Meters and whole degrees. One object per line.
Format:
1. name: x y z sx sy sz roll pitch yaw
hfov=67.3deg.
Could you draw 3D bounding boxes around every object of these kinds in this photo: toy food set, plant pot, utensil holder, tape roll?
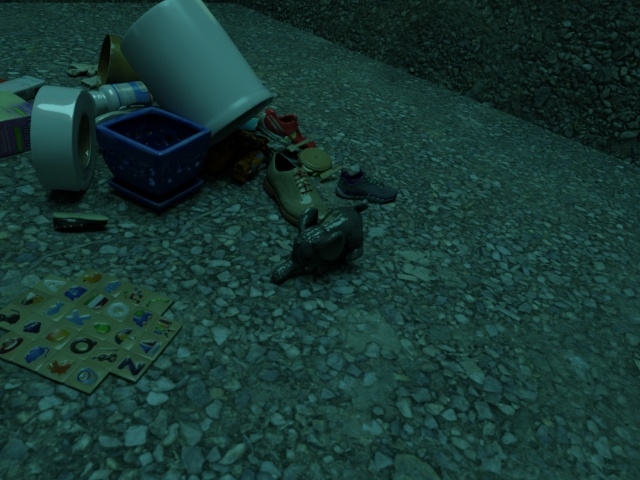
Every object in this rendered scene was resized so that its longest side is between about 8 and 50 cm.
1. toy food set: -0.022 -0.290 1.762 0.192 0.039 0.132 44 51 18
2. plant pot: -0.481 -0.235 1.409 0.235 0.212 0.236 23 36 16
3. plant pot: -0.765 -0.694 1.988 0.254 0.237 0.237 5 32 -37
4. utensil holder: -0.395 -0.524 1.544 0.386 0.327 0.328 53 36 -11
5. tape roll: -0.710 -0.282 1.346 0.100 0.286 0.286 3 36 -14

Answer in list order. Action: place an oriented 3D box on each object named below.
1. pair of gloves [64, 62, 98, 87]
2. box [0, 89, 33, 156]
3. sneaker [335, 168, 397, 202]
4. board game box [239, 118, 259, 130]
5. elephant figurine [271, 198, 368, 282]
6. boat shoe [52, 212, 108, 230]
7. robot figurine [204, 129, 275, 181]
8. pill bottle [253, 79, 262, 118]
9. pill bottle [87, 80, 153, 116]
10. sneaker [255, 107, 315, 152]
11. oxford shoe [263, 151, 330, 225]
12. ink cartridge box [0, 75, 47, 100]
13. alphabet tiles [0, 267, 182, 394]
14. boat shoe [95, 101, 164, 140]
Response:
1. pair of gloves: -0.983 -0.736 2.110 0.240 0.042 0.204 33 40 28
2. box: -1.029 -0.359 1.498 0.213 0.117 0.243 30 39 24
3. sneaker: 0.167 -0.191 1.648 0.223 0.098 0.083 2 36 -15
4. board game box: -0.350 -0.435 1.817 0.210 0.047 0.160 -2 7 -21
5. elephant figurine: 0.000 0.000 1.248 0.169 0.186 0.239 -5 3 43
6. boat shoe: -0.624 -0.048 1.254 0.132 0.042 0.049 0 16 -17
7. robot figurine: -0.273 -0.304 1.682 0.210 0.085 0.291 18 35 7
8. pill bottle: -0.418 -0.577 1.829 0.362 0.210 0.210 7 33 -26
9. pill bottle: -0.760 -0.528 1.815 0.124 0.124 0.221 35 41 29
10. sneaker: -0.107 -0.408 1.797 0.278 0.118 0.107 17 18 -46
11. oxford shoe: -0.073 -0.154 1.492 0.122 0.130 0.348 -17 44 -35
12. ink cartridge box: -1.204 -0.589 1.825 0.232 0.066 0.189 21 36 5
13. alphabet tiles: -0.485 0.174 1.008 0.342 0.011 0.285 19 36 9
14. boat shoe: -0.681 -0.417 1.702 0.158 0.127 0.340 25 28 29
